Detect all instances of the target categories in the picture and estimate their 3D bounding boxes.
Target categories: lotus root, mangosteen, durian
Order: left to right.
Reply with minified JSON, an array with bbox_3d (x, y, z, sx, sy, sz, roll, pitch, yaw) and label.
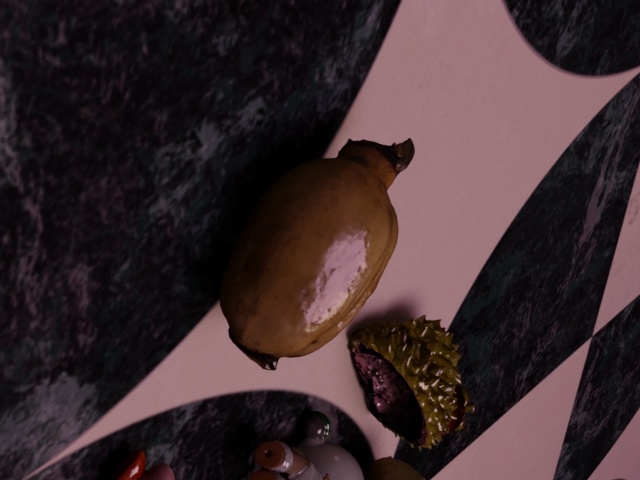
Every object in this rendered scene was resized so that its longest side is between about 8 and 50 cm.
[{"bbox_3d":[0.000,0.000,0.916,0.220,0.118,0.125,-59,-178,-3],"label":"lotus root"},{"bbox_3d":[0.111,0.137,1.193,0.108,0.119,0.186,-40,144,-20],"label":"durian"},{"bbox_3d":[0.128,0.189,1.300,0.081,0.081,0.081,-35,143,-33],"label":"mangosteen"}]

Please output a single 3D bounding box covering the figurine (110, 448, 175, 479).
[{"bbox_3d":[-0.148,0.221,0.948,0.083,0.071,0.067,-50,-169,2],"label":"figurine"}]

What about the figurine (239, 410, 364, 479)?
[{"bbox_3d":[-0.021,0.239,1.131,0.197,0.094,0.147,34,66,-52],"label":"figurine"}]

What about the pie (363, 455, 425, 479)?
[{"bbox_3d":[0.045,0.406,1.242,0.339,0.083,0.339,17,90,-90],"label":"pie"}]
